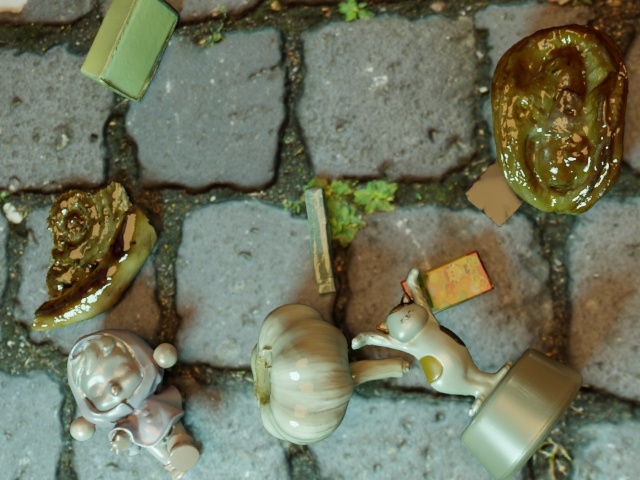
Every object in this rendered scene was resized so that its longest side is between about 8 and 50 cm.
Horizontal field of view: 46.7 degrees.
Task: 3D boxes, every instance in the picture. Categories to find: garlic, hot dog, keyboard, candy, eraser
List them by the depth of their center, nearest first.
[{"bbox_3d":[0.322,-0.167,0.999,0.175,0.114,0.259,-3,79,20],"label":"hot dog"},{"bbox_3d":[0.018,0.183,1.067,0.226,0.199,0.199,-5,81,-17],"label":"garlic"},{"bbox_3d":[0.299,-0.114,1.069,0.074,0.015,0.196,43,96,20],"label":"keyboard"},{"bbox_3d":[0.183,0.065,1.069,0.122,0.038,0.062,-24,78,13],"label":"candy"},{"bbox_3d":[-0.312,-0.327,1.223,0.058,0.117,0.172,26,92,22],"label":"eraser"}]

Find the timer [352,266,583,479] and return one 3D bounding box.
[{"bbox_3d":[0.184,0.167,0.983,0.266,0.175,0.175,37,95,17],"label":"timer"}]

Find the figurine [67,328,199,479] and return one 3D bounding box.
[{"bbox_3d":[-0.285,0.246,1.144,0.200,0.133,0.276,-41,79,-4],"label":"figurine"}]

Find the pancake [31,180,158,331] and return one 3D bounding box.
[{"bbox_3d":[-0.374,0.027,1.231,0.212,0.056,0.257,1,84,17],"label":"pancake"}]

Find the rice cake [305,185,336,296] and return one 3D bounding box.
[{"bbox_3d":[0.001,0.000,1.136,0.033,0.029,0.171,-8,81,12],"label":"rice cake"}]
